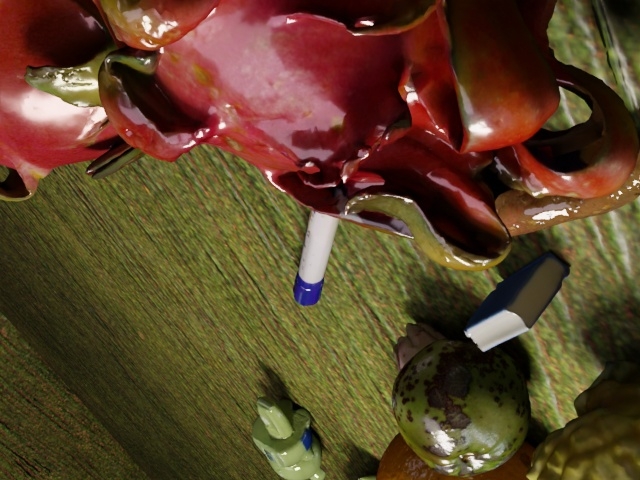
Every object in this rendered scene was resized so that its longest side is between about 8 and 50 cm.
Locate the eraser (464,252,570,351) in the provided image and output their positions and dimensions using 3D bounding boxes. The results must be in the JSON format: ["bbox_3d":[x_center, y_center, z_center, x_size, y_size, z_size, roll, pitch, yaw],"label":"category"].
[{"bbox_3d":[0.152,0.049,0.723,0.027,0.063,0.084,40,157,1],"label":"eraser"}]

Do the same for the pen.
[{"bbox_3d":[-0.001,0.000,0.908,0.033,0.033,0.269,37,155,11],"label":"pen"}]

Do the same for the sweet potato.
[{"bbox_3d":[0.163,-0.036,0.594,0.050,0.050,0.214,49,151,-15],"label":"sweet potato"}]

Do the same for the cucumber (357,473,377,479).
[{"bbox_3d":[0.074,0.430,1.413,0.134,0.134,0.244,39,165,7],"label":"cucumber"}]

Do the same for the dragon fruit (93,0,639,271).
[{"bbox_3d":[0.009,-0.119,0.468,0.307,0.227,0.243,24,155,30],"label":"dragon fruit"}]

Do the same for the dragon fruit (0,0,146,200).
[{"bbox_3d":[-0.279,-0.168,0.818,0.305,0.226,0.305,32,151,20],"label":"dragon fruit"}]

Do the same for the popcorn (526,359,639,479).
[{"bbox_3d":[0.243,0.182,0.708,0.142,0.173,0.173,41,157,24],"label":"popcorn"}]

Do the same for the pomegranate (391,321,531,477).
[{"bbox_3d":[0.116,0.148,0.868,0.163,0.125,0.138,19,160,43],"label":"pomegranate"}]

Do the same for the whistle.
[{"bbox_3d":[-0.053,0.301,1.419,0.105,0.085,0.227,25,152,32],"label":"whistle"}]

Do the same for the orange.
[{"bbox_3d":[0.158,0.289,0.980,0.224,0.170,0.224,35,155,20],"label":"orange"}]
